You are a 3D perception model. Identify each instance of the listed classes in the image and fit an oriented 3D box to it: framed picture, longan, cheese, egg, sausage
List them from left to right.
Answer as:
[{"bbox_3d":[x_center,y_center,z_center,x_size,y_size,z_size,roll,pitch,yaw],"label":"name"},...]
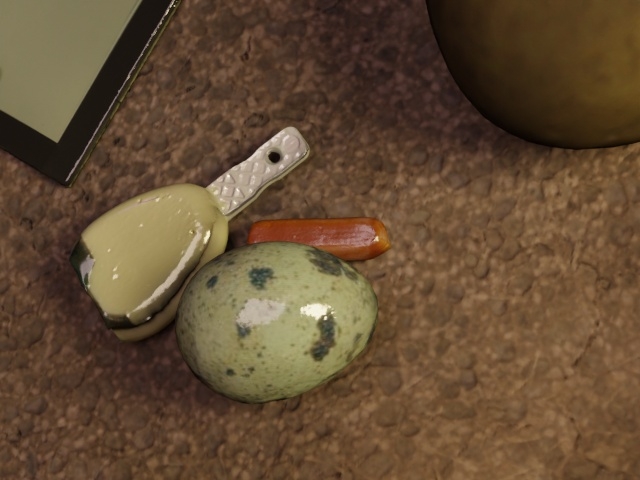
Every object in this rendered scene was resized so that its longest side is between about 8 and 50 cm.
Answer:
[{"bbox_3d":[-0.319,-0.242,1.577,0.347,0.016,0.265,29,89,22],"label":"framed picture"},{"bbox_3d":[-0.115,-0.019,1.437,0.251,0.054,0.127,-37,69,7],"label":"cheese"},{"bbox_3d":[-0.038,0.069,1.344,0.181,0.141,0.141,-13,74,13],"label":"egg"},{"bbox_3d":[0.000,0.000,1.401,0.131,0.039,0.041,-1,70,18],"label":"sausage"},{"bbox_3d":[0.221,-0.225,1.260,0.300,0.243,0.300,2,111,6],"label":"longan"}]
